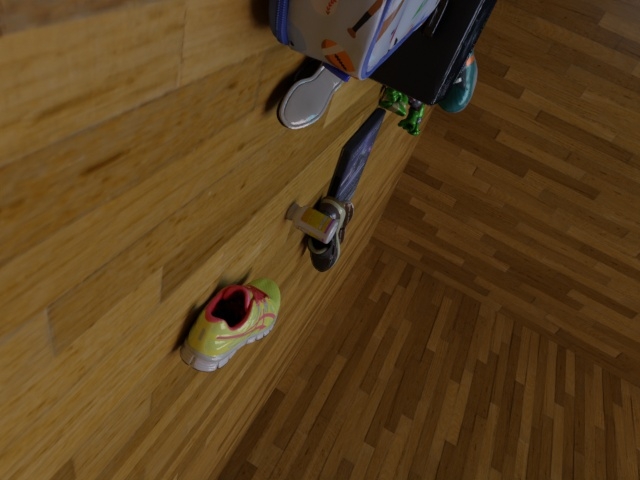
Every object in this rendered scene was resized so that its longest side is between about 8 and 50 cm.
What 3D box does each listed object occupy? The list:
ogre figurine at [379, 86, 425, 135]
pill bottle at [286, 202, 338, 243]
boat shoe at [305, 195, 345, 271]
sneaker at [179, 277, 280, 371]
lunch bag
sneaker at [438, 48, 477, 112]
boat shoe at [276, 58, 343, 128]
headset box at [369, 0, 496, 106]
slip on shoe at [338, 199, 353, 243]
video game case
[{"bbox_3d":[0.208,-0.330,1.076,0.197,0.097,0.118,28,86,-39],"label":"ogre figurine"},{"bbox_3d":[-0.015,-0.031,0.796,0.043,0.083,0.043,-59,172,-14],"label":"pill bottle"},{"bbox_3d":[0.001,0.000,1.043,0.073,0.080,0.223,-48,160,-37],"label":"boat shoe"},{"bbox_3d":[-0.110,0.097,0.670,0.208,0.081,0.094,-45,160,-60],"label":"sneaker"},{"bbox_3d":[0.066,-0.275,0.400,0.303,0.115,0.243,-53,171,-48],"label":"lunch bag"},{"bbox_3d":[0.290,-0.441,1.050,0.121,0.108,0.302,-26,119,-56],"label":"sneaker"},{"bbox_3d":[-0.013,-0.167,0.519,0.046,0.038,0.125,50,60,-34],"label":"boat shoe"},{"bbox_3d":[0.204,-0.377,0.809,0.246,0.131,0.283,-66,170,24],"label":"headset box"},{"bbox_3d":[0.043,-0.047,1.089,0.135,0.051,0.041,98,-18,-47],"label":"slip on shoe"},{"bbox_3d":[0.067,-0.152,1.095,0.196,0.026,0.274,-54,168,-41],"label":"video game case"}]
